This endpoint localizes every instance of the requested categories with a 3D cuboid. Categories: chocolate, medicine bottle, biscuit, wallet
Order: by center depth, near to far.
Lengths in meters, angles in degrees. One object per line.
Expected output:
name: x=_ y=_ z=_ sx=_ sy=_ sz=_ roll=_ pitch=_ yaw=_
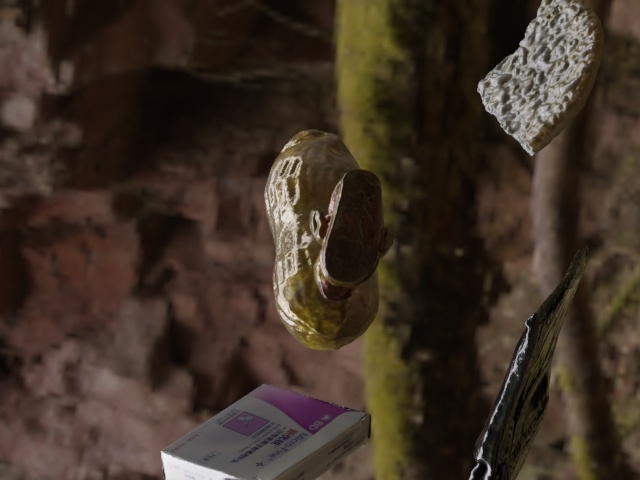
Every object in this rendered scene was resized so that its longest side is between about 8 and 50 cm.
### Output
wallet: x=0.172 y=0.177 z=1.637 sx=0.247 sy=0.041 sz=0.323 roll=-41 pitch=-32 yaw=-67
chocolate: x=0.000 y=0.000 z=2.103 sx=0.134 sy=0.134 sz=0.309 roll=68 pitch=-167 yaw=-49
medicine bottle: x=-0.063 y=0.249 z=2.156 sx=0.201 sy=0.171 sz=0.052 roll=-29 pitch=-58 yaw=-44
biscuit: x=0.286 y=-0.214 z=2.328 sx=0.040 sy=0.188 sz=0.265 roll=39 pitch=-129 yaw=-33

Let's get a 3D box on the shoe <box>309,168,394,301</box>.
shoe: x=0.027 y=-0.004 z=1.521 sx=0.069 sy=0.072 sz=0.109 roll=167 pitch=96 yaw=-80
